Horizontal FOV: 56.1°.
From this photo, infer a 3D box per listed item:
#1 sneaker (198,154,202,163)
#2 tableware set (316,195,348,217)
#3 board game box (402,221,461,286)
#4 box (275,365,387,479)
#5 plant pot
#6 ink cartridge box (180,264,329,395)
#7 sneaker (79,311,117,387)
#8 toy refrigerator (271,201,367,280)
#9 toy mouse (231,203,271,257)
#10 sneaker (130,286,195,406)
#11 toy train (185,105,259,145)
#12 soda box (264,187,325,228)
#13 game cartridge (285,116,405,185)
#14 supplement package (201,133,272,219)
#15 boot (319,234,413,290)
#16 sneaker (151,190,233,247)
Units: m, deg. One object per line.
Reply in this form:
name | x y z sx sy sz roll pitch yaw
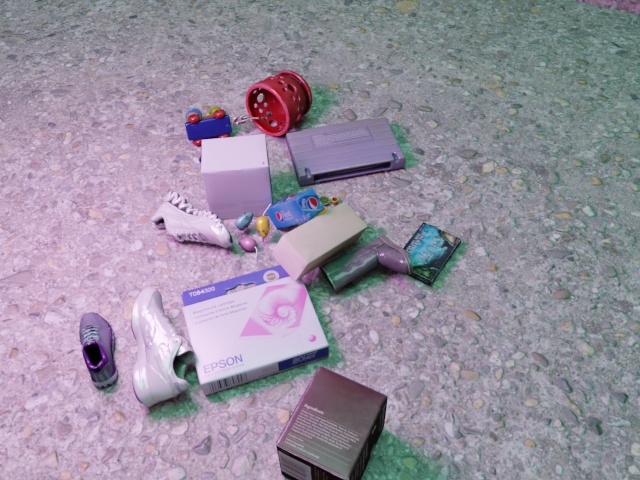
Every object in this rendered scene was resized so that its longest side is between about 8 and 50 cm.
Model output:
sneaker | -0.314 -0.296 1.977 0.188 0.078 0.067 -20 51 -15
tableware set | 0.030 -0.077 1.815 0.103 0.024 0.154 6 50 7
board game box | 0.303 0.035 1.709 0.126 0.026 0.186 26 54 23
box | 0.027 0.418 1.287 0.166 0.169 0.203 20 53 19
plant pot | -0.132 -0.478 2.061 0.191 0.191 0.174 29 51 24
ink cartridge box | -0.181 0.199 1.552 0.323 0.072 0.330 -16 52 -12
sneaker | -0.557 0.249 1.494 0.083 0.098 0.224 -21 52 -16
toy refrigerator | 0.000 0.000 1.649 0.102 0.094 0.269 48 45 11
toy mouse | -0.215 -0.027 1.740 0.143 0.031 0.161 -5 75 25
sneaker | -0.380 0.248 1.474 0.152 0.114 0.305 -17 59 5
toy train | -0.346 -0.421 2.082 0.247 0.105 0.143 -13 37 -10
soda box | -0.076 -0.088 1.714 0.067 0.210 0.071 -38 103 -27
game cartridge | 0.078 -0.299 1.986 0.354 0.068 0.230 -11 46 -8
supplement package | -0.246 -0.187 1.798 0.194 0.203 0.149 -5 49 -4
boot | 0.122 0.074 1.625 0.208 0.076 0.189 -22 30 -18
sneaker | -0.372 -0.036 1.746 0.292 0.110 0.118 26 61 32
